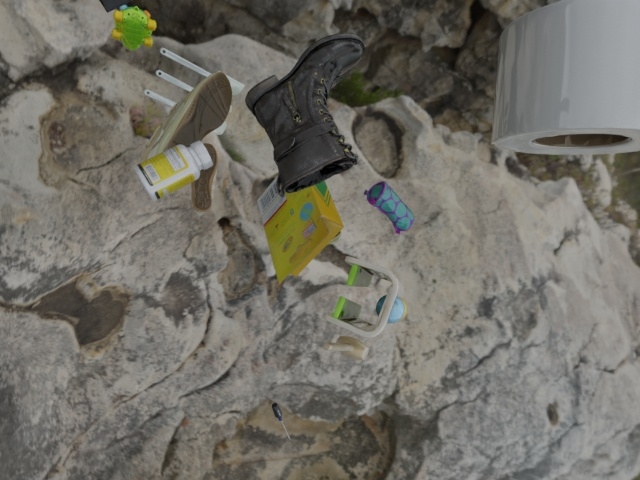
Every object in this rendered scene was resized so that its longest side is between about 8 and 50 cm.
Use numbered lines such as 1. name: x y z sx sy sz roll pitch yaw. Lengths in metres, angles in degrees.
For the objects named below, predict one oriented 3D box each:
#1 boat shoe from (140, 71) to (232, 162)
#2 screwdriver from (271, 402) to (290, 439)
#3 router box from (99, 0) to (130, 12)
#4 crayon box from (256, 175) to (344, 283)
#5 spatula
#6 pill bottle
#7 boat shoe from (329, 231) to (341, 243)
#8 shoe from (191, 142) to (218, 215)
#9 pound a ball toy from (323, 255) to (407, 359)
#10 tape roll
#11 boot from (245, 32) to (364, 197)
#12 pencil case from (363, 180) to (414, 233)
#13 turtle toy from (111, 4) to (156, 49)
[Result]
1. boat shoe: -0.305 -0.278 1.089 0.303 0.098 0.109 -66 150 -28
2. screwdriver: -0.115 0.547 1.415 0.025 0.024 0.170 -61 143 -54
3. router box: -0.511 -0.802 1.264 0.308 0.081 0.243 -26 133 1
4. crayon box: -0.057 -0.054 1.241 0.081 0.202 0.319 23 33 -37
5. spatula: -0.354 -0.414 1.326 0.241 0.019 0.168 20 112 -30
6. pill bottle: -0.240 -0.118 0.780 0.116 0.065 0.065 -31 97 -16
7. boat shoe: 0.001 0.002 1.642 0.152 0.048 0.056 -19 73 -12
8. shoe: -0.338 -0.175 1.359 0.076 0.058 0.219 6 70 -14
9. pound a ball toy: 0.100 0.163 0.976 0.135 0.319 0.208 20 86 15
10. tape roll: 0.388 -0.226 0.697 0.246 0.246 0.169 1 94 -33
11. boot: 0.005 -0.214 0.827 0.229 0.262 0.091 61 7 25
12. pencil case: 0.178 -0.084 1.207 0.151 0.064 0.070 39 78 -36
13. turtle toy: -0.450 -0.508 1.138 0.095 0.130 0.066 5 58 -27
